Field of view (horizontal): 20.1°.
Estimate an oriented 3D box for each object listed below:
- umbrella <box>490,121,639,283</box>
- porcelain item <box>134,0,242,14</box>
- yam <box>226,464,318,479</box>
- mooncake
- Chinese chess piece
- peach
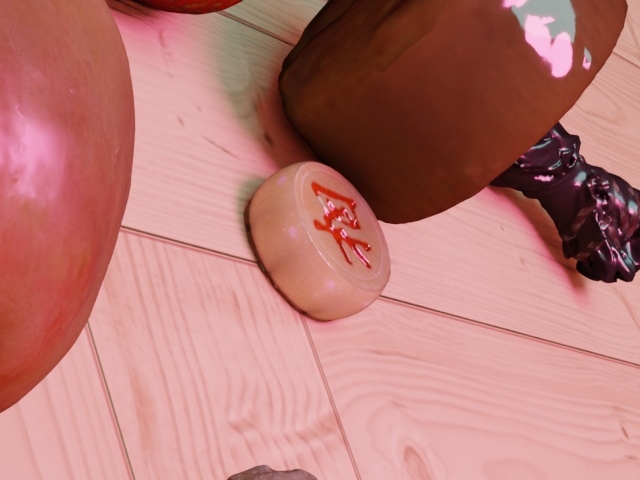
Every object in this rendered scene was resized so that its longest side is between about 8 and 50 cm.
[{"bbox_3d":[0.218,-0.067,1.746,0.272,0.110,0.122,39,31,-24],"label":"umbrella"},{"bbox_3d":[-0.092,-0.298,1.311,0.253,0.253,0.253,41,31,-31],"label":"porcelain item"},{"bbox_3d":[-0.049,0.224,0.969,0.093,0.093,0.259,50,26,-15],"label":"yam"},{"bbox_3d":[0.096,-0.160,1.433,0.155,0.284,0.284,43,29,-16],"label":"mooncake"},{"bbox_3d":[0.000,0.000,1.343,0.122,0.051,0.122,41,31,-31],"label":"Chinese chess piece"},{"bbox_3d":[-0.212,-0.052,0.806,0.292,0.247,0.292,38,11,-9],"label":"peach"}]
